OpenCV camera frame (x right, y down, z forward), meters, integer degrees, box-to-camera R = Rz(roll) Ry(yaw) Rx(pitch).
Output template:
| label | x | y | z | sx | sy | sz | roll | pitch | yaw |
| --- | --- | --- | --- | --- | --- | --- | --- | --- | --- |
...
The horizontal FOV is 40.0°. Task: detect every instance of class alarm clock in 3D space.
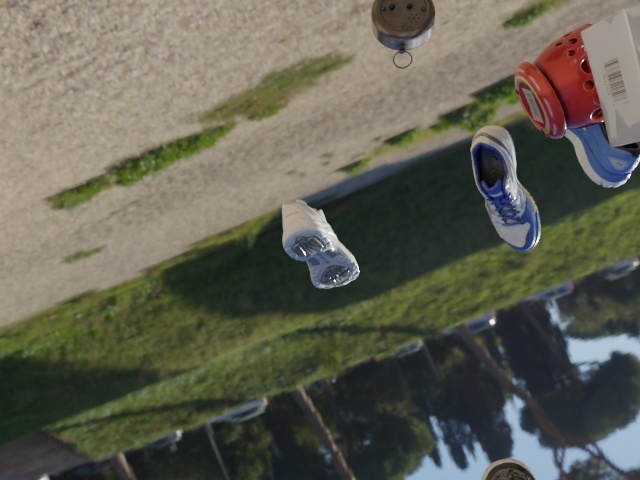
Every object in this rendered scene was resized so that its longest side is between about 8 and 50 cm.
| label | x | y | z | sx | sy | sz | roll | pitch | yaw |
| --- | --- | --- | --- | --- | --- | --- | --- | --- | --- |
| alarm clock | 0.167 | -0.436 | 1.775 | 0.129 | 0.192 | 0.064 | 0 | 166 | 4 |

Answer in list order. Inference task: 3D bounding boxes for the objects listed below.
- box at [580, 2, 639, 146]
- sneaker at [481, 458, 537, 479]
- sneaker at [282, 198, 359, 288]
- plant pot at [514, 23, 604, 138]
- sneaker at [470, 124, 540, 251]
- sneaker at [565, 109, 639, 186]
| label | x | y | z | sx | sy | sz | roll | pitch | yaw |
| --- | --- | --- | --- | --- | --- | --- | --- | --- | --- |
| box | 0.650 | -0.307 | 1.469 | 0.345 | 0.215 | 0.168 | -15 | -178 | -6 |
| sneaker | 0.272 | 0.433 | 1.160 | 0.101 | 0.269 | 0.153 | -15 | 173 | 10 |
| sneaker | 0.000 | 0.000 | 1.542 | 0.090 | 0.115 | 0.232 | -21 | 145 | 10 |
| plant pot | 0.496 | -0.306 | 1.743 | 0.174 | 0.191 | 0.191 | -29 | 178 | -1 |
| sneaker | 0.392 | -0.100 | 1.934 | 0.112 | 0.296 | 0.131 | -18 | -169 | 30 |
| sneaker | 0.587 | -0.282 | 1.903 | 0.129 | 0.330 | 0.147 | -25 | 162 | -31 |
